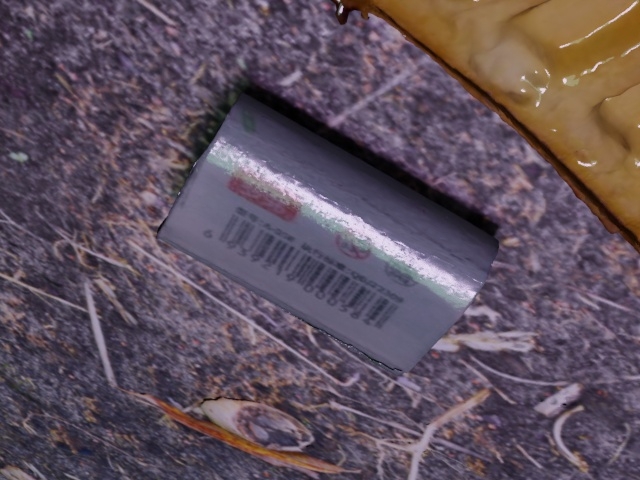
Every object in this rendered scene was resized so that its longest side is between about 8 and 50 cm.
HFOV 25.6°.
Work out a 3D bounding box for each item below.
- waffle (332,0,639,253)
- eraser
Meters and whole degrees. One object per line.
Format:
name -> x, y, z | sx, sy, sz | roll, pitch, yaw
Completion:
waffle -> 0.203, -0.140, 0.708 | 0.304, 0.077, 0.348 | -33, 126, 30
eraser -> 0.000, 0.000, 1.087 | 0.227, 0.081, 0.174 | 29, 145, -6
